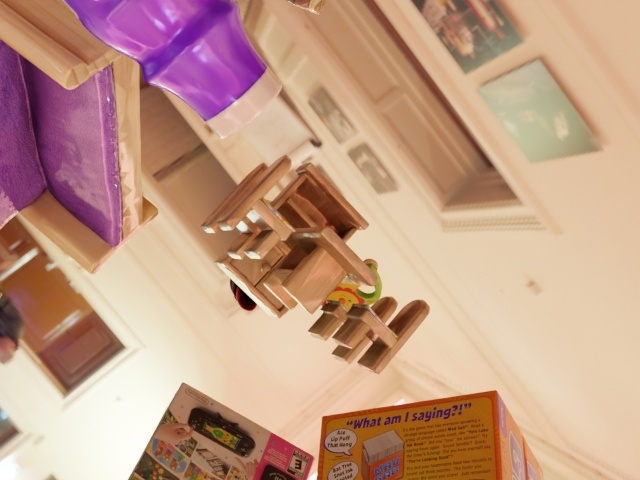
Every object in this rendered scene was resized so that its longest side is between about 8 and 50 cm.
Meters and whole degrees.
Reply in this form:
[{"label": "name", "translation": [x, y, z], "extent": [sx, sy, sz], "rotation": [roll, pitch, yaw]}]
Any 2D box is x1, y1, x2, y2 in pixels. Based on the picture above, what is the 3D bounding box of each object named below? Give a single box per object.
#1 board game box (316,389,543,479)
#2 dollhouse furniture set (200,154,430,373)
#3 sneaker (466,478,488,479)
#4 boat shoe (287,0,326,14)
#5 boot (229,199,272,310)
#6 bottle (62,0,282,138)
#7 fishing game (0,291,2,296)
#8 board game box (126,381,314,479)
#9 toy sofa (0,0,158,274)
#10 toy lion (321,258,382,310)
[{"label": "board game box", "translation": [0.219, 0.546, 1.485], "extent": [0.357, 0.356, 0.356], "rotation": [-14, -134, 22]}, {"label": "dollhouse furniture set", "translation": [0.000, 0.000, 0.849], "extent": [0.161, 0.212, 0.242], "rotation": [-48, -165, -14]}, {"label": "sneaker", "translation": [0.279, 0.458, 1.074], "extent": [0.109, 0.286, 0.130], "rotation": [-30, 148, -17]}, {"label": "boat shoe", "translation": [-0.001, -0.475, 1.243], "extent": [0.080, 0.073, 0.223], "rotation": [-112, -144, -82]}, {"label": "boot", "translation": [-0.117, 0.070, 1.341], "extent": [0.244, 0.088, 0.176], "rotation": [99, 0, -54]}, {"label": "bottle", "translation": [-0.141, -0.201, 0.574], "extent": [0.092, 0.283, 0.118], "rotation": [-31, -159, 26]}, {"label": "fishing game", "translation": [-0.661, 0.176, 1.344], "extent": [0.264, 0.041, 0.189], "rotation": [-25, -151, 9]}, {"label": "board game box", "translation": [-0.159, 0.371, 1.022], "extent": [0.097, 0.224, 0.303], "rotation": [-53, -171, 44]}, {"label": "toy sofa", "translation": [-0.279, -0.105, 0.814], "extent": [0.177, 0.150, 0.362], "rotation": [-47, 168, -30]}, {"label": "toy lion", "translation": [0.043, 0.076, 1.143], "extent": [0.100, 0.096, 0.034], "rotation": [-8, -145, 20]}]
